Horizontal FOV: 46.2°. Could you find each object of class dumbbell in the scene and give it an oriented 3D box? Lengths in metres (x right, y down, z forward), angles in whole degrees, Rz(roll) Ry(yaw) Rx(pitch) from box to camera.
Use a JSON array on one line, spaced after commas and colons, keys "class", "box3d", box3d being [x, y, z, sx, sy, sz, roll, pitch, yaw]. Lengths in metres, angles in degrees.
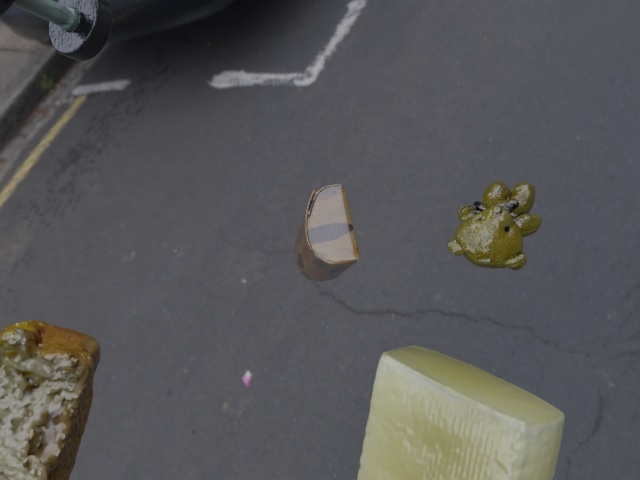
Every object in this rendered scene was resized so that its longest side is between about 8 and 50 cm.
[{"class": "dumbbell", "box3d": [-0.383, -0.319, 1.014, 0.100, 0.191, 0.100, -6, 79, 31]}]

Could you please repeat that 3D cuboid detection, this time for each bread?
[{"class": "bread", "box3d": [-0.280, 0.250, 0.588, 0.185, 0.109, 0.380, -130, 61, -83]}]

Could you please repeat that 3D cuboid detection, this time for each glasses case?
[{"class": "glasses case", "box3d": [0.000, 0.000, 0.675, 0.041, 0.170, 0.064, -11, 84, -6]}]

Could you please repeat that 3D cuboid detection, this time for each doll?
[{"class": "doll", "box3d": [0.288, -0.040, 1.219, 0.137, 0.097, 0.209, 12, 45, 17]}]

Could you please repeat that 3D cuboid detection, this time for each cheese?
[{"class": "cheese", "box3d": [0.171, 0.300, 0.982, 0.242, 0.124, 0.265, 20, 108, 38]}]
